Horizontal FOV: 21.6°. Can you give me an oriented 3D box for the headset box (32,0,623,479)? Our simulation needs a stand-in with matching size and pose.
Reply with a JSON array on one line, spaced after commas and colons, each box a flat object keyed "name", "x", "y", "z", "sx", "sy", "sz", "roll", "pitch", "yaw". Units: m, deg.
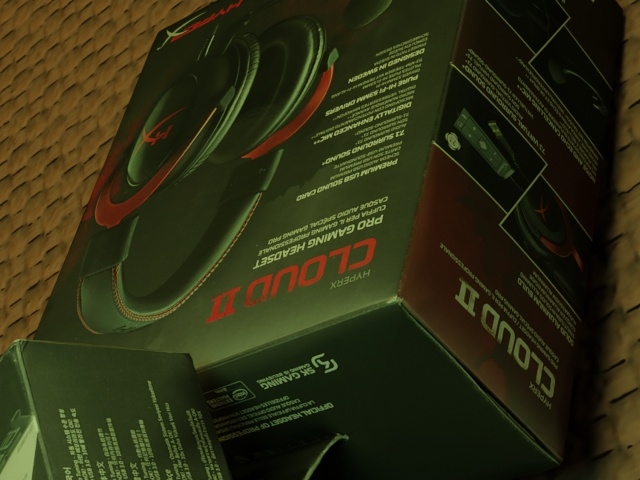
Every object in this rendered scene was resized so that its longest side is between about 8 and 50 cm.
[{"name": "headset box", "x": 0.000, "y": 0.000, "z": 0.717, "sx": 0.218, "sy": 0.110, "sz": 0.293, "roll": -21, "pitch": 37, "yaw": 36}]

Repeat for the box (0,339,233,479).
[{"name": "box", "x": -0.084, "y": 0.227, "z": 0.558, "sx": 0.242, "sy": 0.076, "sz": 0.307, "roll": -53, "pitch": 44, "yaw": 36}]
